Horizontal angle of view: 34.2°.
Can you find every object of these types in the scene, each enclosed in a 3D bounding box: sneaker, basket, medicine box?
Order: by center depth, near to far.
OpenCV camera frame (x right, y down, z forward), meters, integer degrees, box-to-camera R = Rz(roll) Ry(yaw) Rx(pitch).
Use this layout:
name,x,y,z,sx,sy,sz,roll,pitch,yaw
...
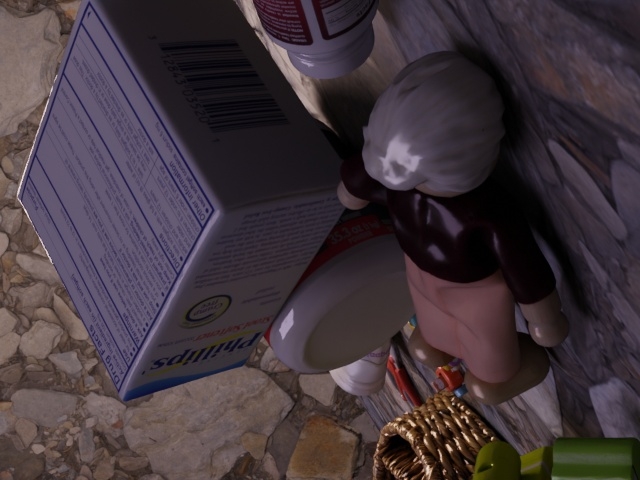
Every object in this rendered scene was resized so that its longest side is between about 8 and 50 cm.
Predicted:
name,x,y,z,sx,sy,sz,roll,pitch,yaw
medicine box,-0.141,-0.045,0.976,0.263,0.149,0.289,57,137,25
basket,0.151,0.352,1.399,0.213,0.223,0.299,59,174,-14
sneaker,0.037,0.096,1.685,0.305,0.114,0.152,58,149,35

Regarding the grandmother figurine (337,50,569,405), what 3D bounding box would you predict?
name,x,y,z,sx,sy,sz,roll,pitch,yaw
grandmother figurine,0.094,-0.005,0.753,0.208,0.104,0.342,24,155,24

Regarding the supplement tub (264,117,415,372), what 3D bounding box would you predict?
name,x,y,z,sx,sy,sz,roll,pitch,yaw
supplement tub,-0.024,-0.013,1.115,0.272,0.191,0.191,53,172,29

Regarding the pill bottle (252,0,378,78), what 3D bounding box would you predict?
name,x,y,z,sx,sy,sz,roll,pitch,yaw
pill bottle,-0.009,-0.180,0.690,0.086,0.086,0.152,53,171,33

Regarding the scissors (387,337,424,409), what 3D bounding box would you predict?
name,x,y,z,sx,sy,sz,roll,pitch,yaw
scissors,0.122,0.203,1.782,0.109,0.021,0.297,50,170,45

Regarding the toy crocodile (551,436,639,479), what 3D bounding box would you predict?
name,x,y,z,sx,sy,sz,roll,pitch,yaw
toy crocodile,0.264,0.278,0.798,0.115,0.105,0.340,-13,115,38

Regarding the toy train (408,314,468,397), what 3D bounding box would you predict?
name,x,y,z,sx,sy,sz,roll,pitch,yaw
toy train,0.126,0.128,1.298,0.166,0.046,0.125,56,173,10

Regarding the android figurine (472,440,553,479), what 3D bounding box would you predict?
name,x,y,z,sx,sy,sz,roll,pitch,yaw
android figurine,0.216,0.293,0.936,0.248,0.056,0.273,58,-158,-7
